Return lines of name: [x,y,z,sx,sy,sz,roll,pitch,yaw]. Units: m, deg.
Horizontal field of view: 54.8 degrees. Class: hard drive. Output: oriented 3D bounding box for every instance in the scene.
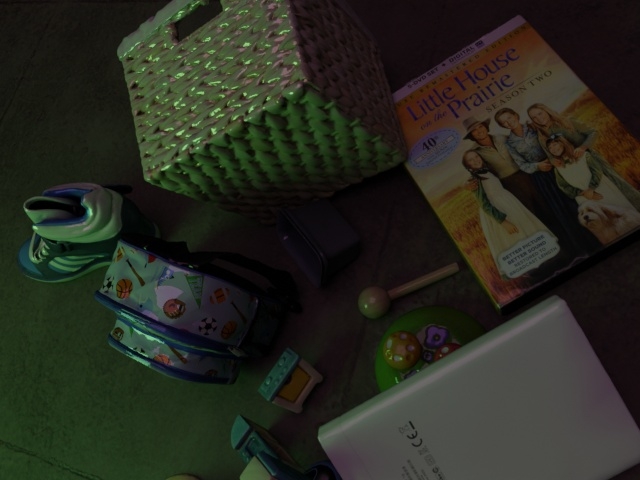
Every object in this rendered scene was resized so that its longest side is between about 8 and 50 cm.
hard drive: [0.207,0.258,0.795,0.353,0.047,0.233,-31,94,6]

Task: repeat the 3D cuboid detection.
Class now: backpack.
backpack: [-0.213,0.099,0.957,0.276,0.263,0.213,13,74,24]

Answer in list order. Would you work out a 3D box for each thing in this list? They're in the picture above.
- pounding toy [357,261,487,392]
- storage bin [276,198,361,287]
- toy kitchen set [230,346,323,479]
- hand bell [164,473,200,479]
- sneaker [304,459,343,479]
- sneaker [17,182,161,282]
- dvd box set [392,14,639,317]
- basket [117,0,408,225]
pounding toy: [0.149,0.146,0.890,0.182,0.110,0.237,-21,63,11]
storage bin: [0.000,0.000,1.025,0.091,0.098,0.135,-25,58,-22]
toy kitchen set: [-0.045,0.255,0.863,0.166,0.122,0.207,-54,33,-8]
hand bell: [-0.261,0.390,0.865,0.126,0.242,0.126,-8,66,18]
sneaker: [-0.047,0.414,0.861,0.081,0.090,0.232,27,80,28]
sneaker: [-0.480,-0.025,1.122,0.322,0.236,0.130,-8,66,17]
dvd box set: [0.303,-0.133,0.976,0.307,0.062,0.421,-30,61,6]
basket: [-0.082,-0.221,0.984,0.328,0.331,0.267,-24,67,26]
